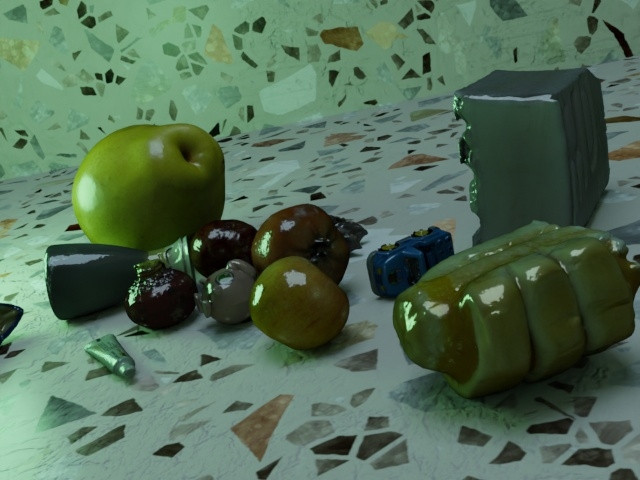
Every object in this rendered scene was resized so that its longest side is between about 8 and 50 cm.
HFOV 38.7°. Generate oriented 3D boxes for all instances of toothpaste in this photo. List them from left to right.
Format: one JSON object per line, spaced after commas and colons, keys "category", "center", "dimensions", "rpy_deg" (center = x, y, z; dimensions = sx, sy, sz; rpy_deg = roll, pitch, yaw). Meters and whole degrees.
{"category": "toothpaste", "center": [-0.403, 0.223, 1.774], "dimensions": [0.067, 0.037, 0.255], "rpy_deg": [-27, 19, -21]}

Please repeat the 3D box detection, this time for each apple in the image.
{"category": "apple", "center": [-0.043, 0.117, 1.645], "dimensions": [0.155, 0.182, 0.182], "rpy_deg": [-46, 23, -3]}

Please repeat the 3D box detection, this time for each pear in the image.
{"category": "pear", "center": [-0.417, -0.112, 2.242], "dimensions": [0.418, 0.362, 0.362], "rpy_deg": [-36, 0, 41]}

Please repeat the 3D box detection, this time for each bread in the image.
{"category": "bread", "center": [0.281, 0.117, 1.353], "dimensions": [0.341, 0.210, 0.300], "rpy_deg": [-21, 9, -22]}

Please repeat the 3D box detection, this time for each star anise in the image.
{"category": "star anise", "center": [0.012, -0.007, 2.108], "dimensions": [0.212, 0.073, 0.197], "rpy_deg": [1, 25, 31]}

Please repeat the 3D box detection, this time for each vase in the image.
{"category": "vase", "center": [-0.449, 0.075, 2.073], "dimensions": [0.321, 0.173, 0.173], "rpy_deg": [-8, 18, -5]}

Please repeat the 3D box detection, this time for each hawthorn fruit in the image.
{"category": "hawthorn fruit", "center": [-0.063, 0.031, 1.877], "dimensions": [0.199, 0.200, 0.251], "rpy_deg": [-27, 9, -35]}

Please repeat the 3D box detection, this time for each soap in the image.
{"category": "soap", "center": [0.461, -0.192, 1.921], "dimensions": [0.212, 0.350, 0.435], "rpy_deg": [-4, 18, 28]}

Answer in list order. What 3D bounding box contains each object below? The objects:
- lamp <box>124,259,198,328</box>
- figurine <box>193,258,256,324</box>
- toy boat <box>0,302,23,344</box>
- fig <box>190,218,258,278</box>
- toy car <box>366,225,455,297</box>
{"category": "lamp", "center": [-0.337, 0.109, 1.906], "dimensions": [0.157, 0.135, 0.156], "rpy_deg": [3, 24, 34]}
{"category": "figurine", "center": [-0.180, 0.106, 1.828], "dimensions": [0.138, 0.125, 0.125], "rpy_deg": [-24, 21, -15]}
{"category": "toy boat", "center": [-0.746, 0.200, 1.942], "dimensions": [0.115, 0.114, 0.262], "rpy_deg": [-16, 10, 33]}
{"category": "fig", "center": [-0.215, 0.008, 2.100], "dimensions": [0.170, 0.146, 0.274], "rpy_deg": [-1, 17, -9]}
{"category": "toy car", "center": [0.192, 0.046, 1.790], "dimensions": [0.191, 0.097, 0.100], "rpy_deg": [-22, 21, -25]}
